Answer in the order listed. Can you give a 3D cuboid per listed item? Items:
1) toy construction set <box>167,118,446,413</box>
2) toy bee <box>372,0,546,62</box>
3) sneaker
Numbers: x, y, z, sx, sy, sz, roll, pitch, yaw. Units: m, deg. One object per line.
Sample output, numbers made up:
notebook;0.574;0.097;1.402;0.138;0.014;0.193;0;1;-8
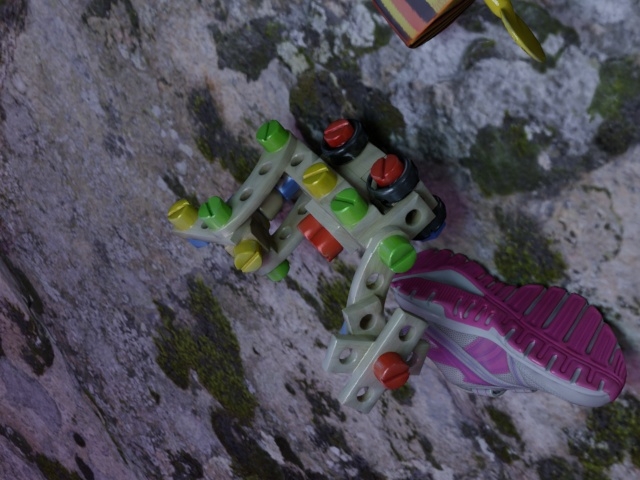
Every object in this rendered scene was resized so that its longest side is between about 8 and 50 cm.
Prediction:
toy construction set;0.000;0.000;0.963;0.328;0.215;0.151;46;179;40
toy bee;0.112;-0.238;0.737;0.195;0.162;0.298;39;138;17
sneaker;0.181;0.101;0.980;0.252;0.103;0.111;27;137;37
